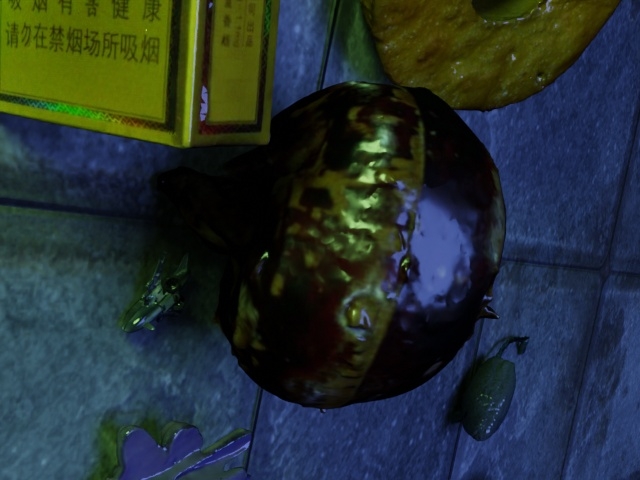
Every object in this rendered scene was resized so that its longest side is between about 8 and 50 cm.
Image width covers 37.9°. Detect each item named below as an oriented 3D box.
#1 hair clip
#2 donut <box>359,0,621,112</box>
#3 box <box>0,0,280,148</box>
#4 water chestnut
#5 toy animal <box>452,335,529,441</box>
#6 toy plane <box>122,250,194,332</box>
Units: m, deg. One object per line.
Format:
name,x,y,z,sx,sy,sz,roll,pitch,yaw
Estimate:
hair clip,-0.165,0.224,0.766,0.278,0.090,0.137,-26,121,-54
donut,0.171,-0.273,0.943,0.302,0.110,0.303,-18,141,-15
box,-0.115,-0.219,0.581,0.084,0.192,0.302,-11,110,-54
water chestnut,0.000,0.000,0.780,0.300,0.300,0.300,-23,120,-49
toy animal,0.261,0.201,1.379,0.253,0.070,0.079,-51,175,-49
toy plane,-0.135,0.049,0.787,0.083,0.031,0.079,-53,152,-34
